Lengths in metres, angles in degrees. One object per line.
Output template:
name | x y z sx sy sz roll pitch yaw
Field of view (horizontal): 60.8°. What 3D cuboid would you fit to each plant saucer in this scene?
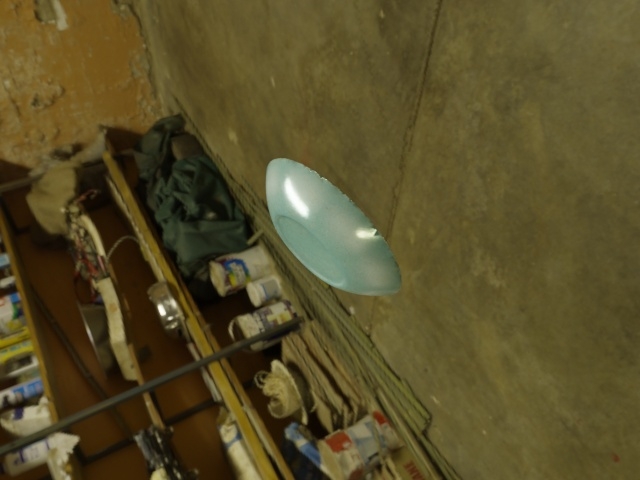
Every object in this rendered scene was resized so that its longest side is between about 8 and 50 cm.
plant saucer | 0.000 0.000 0.582 0.195 0.037 0.195 39 160 17
